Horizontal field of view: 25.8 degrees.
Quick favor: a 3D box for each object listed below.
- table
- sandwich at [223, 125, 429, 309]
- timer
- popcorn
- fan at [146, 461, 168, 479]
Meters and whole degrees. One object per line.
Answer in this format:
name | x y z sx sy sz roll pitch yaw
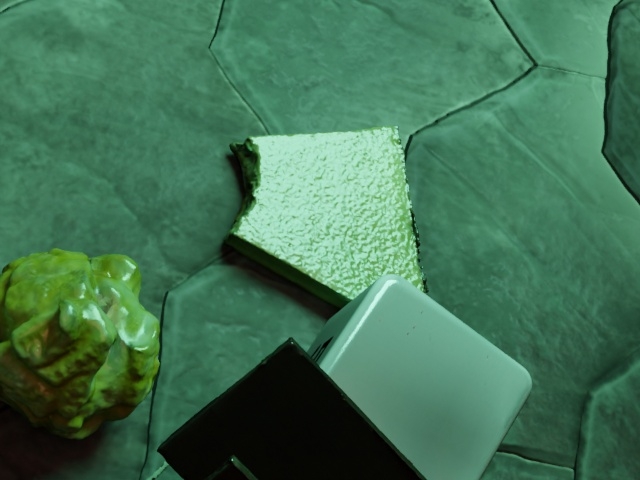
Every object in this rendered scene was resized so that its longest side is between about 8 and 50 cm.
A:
table | -0.019 0.282 1.205 0.282 0.196 0.250 47 21 -8
sandwich | 0.000 0.000 1.539 0.212 0.063 0.245 -5 74 -15
timer | 0.067 0.178 1.426 0.192 0.195 0.194 37 67 -3
popcorn | -0.247 0.095 1.379 0.187 0.167 0.186 30 34 -43
fan | -0.236 0.309 1.390 0.182 0.010 0.310 43 67 0
